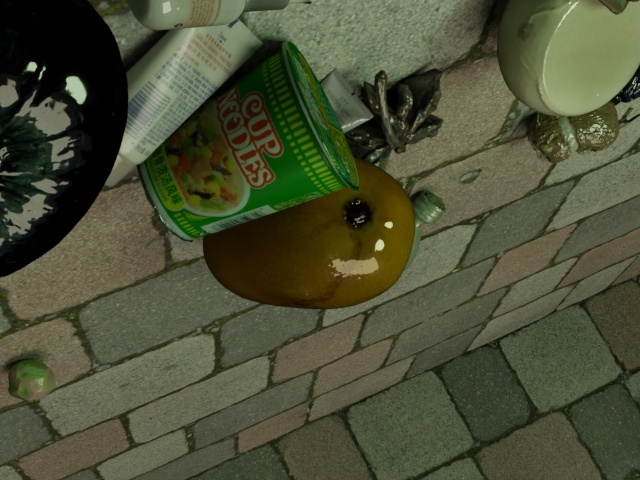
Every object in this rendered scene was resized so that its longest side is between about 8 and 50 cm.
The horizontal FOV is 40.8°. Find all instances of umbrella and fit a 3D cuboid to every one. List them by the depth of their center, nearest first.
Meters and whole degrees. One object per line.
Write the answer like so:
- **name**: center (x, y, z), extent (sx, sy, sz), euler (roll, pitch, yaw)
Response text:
- **umbrella**: center (0.605, -0.305, 1.631), extent (0.248, 0.071, 0.071), euler (-31, 159, 29)

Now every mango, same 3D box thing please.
- **mango**: center (-0.032, -0.002, 1.300), extent (0.264, 0.221, 0.378), euler (19, 155, -36)

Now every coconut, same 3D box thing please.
- **coconut**: center (-0.512, 0.247, 1.518), extent (0.081, 0.083, 0.082), euler (-30, 138, -24)

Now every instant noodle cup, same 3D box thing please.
- **instant noodle cup**: center (-0.095, -0.106, 1.088), extent (0.233, 0.207, 0.207), euler (-26, 159, 12)

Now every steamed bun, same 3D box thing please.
- **steamed bun**: center (0.342, -0.295, 1.207), extent (0.232, 0.145, 0.232), euler (-17, 129, -22)

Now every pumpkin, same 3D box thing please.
- **pumpkin**: center (-0.327, -0.110, 0.750), extent (0.315, 0.238, 0.315), euler (-23, 140, -20)

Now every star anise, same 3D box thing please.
- **star anise**: center (0.099, -0.176, 1.277), extent (0.209, 0.089, 0.231), euler (-42, 163, 21)

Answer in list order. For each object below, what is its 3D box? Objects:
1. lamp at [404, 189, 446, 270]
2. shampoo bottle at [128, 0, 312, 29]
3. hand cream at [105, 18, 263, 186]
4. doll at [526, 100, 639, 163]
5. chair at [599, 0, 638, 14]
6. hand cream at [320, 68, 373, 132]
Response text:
- **lamp**: center (0.168, -0.015, 1.712), extent (0.193, 0.106, 0.106), euler (-48, 152, 22)
- **shampoo bottle**: center (-0.099, -0.259, 0.883), extent (0.192, 0.074, 0.074), euler (-15, 155, -32)
- **hand cream**: center (-0.184, -0.174, 0.990), extent (0.248, 0.083, 0.133), euler (-42, 157, 5)
- **doll**: center (0.494, -0.209, 1.599), extent (0.221, 0.105, 0.115), euler (-8, 131, -4)
- **chair**: center (0.341, -0.346, 0.942), extent (0.326, 0.183, 0.175), euler (8, 114, -37)
- **hand cream**: center (-0.004, -0.168, 1.212), extent (0.142, 0.084, 0.053), euler (-35, -166, 23)
